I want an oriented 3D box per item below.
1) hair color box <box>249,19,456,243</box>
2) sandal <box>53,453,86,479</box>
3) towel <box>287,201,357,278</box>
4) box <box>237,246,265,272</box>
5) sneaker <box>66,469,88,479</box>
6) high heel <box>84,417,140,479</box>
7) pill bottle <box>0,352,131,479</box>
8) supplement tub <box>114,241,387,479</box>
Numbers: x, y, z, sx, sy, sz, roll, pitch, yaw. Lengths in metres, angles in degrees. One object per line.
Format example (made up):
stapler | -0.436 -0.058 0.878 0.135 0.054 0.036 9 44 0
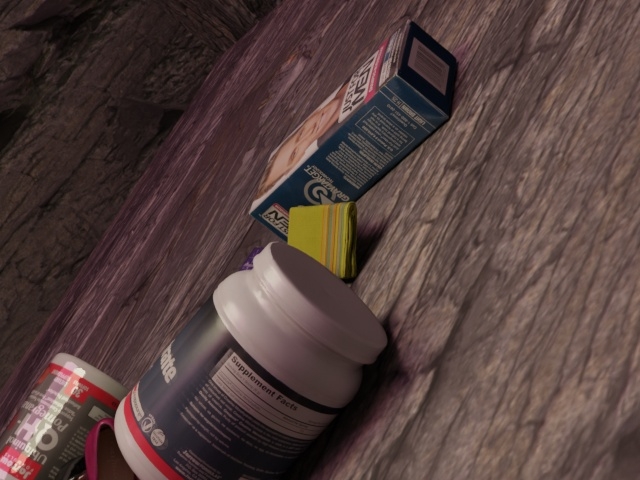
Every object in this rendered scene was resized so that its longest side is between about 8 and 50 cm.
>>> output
hair color box | 0.046 -0.155 1.610 0.347 0.105 0.174 -42 20 34
sandal | -0.335 0.425 1.302 0.107 0.168 0.446 -15 26 12
towel | 0.000 0.000 1.490 0.237 0.021 0.102 180 94 -70
box | -0.078 0.120 1.384 0.207 0.108 0.153 -56 18 -12
sneaker | -0.260 0.366 1.279 0.106 0.162 0.281 -34 25 46
high heel | -0.213 0.320 1.187 0.117 0.082 0.244 95 166 -68
pill bottle | -0.450 0.361 1.766 0.318 0.176 0.176 -59 18 -19
supplement tub | -0.077 0.156 1.166 0.272 0.191 0.191 -49 17 12
